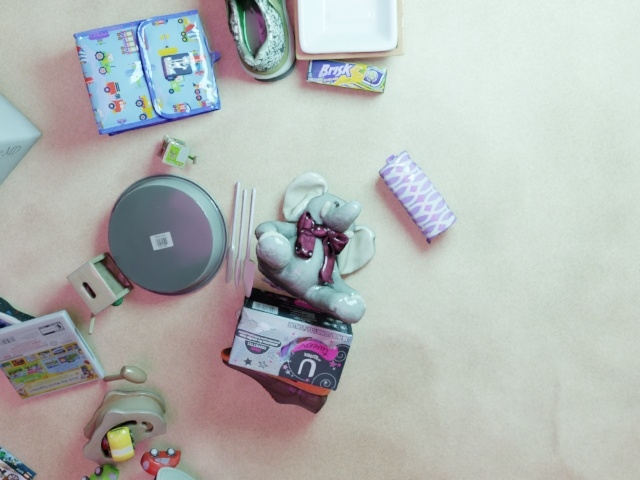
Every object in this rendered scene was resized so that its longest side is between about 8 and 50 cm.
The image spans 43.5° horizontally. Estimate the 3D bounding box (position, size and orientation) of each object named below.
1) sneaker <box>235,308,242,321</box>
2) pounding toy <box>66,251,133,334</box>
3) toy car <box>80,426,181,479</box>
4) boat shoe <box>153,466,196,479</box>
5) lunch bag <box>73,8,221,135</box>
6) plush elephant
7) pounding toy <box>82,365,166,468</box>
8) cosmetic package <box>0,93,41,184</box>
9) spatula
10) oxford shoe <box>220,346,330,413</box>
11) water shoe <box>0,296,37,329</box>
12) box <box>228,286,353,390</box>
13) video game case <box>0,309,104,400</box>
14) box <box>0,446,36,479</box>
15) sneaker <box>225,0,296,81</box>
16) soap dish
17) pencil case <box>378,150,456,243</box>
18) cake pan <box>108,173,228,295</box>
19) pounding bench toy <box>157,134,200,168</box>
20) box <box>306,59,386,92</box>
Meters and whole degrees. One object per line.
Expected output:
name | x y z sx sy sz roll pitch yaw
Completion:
sneaker | -0.169 0.199 1.883 0.037 0.032 0.083 -22 97 11
pounding toy | -0.517 0.121 1.865 0.100 0.130 0.141 -34 94 12
toy car | -0.475 0.548 1.902 0.225 0.053 0.239 -35 137 10
boat shoe | -0.298 0.665 1.928 0.091 0.114 0.302 -40 103 21
lunch bag | -0.363 -0.371 1.773 0.293 0.138 0.220 -14 97 -3
plush elephant | 0.000 0.000 1.725 0.272 0.330 0.255 38 78 -13
pounding toy | -0.463 0.415 1.945 0.154 0.154 0.269 24 115 -26
cosmetic package | -0.918 -0.195 1.760 0.327 0.329 0.393 44 103 -1
spatula | -0.174 -0.006 1.793 0.019 0.168 0.241 4 98 -22
oxford shoe | -0.113 0.329 1.870 0.272 0.097 0.098 21 108 3
water shoe | -0.769 0.200 1.944 0.203 0.073 0.080 29 106 2
box | -0.067 0.219 1.790 0.247 0.163 0.142 14 103 -5
video game case | -0.668 0.280 1.934 0.227 0.026 0.206 -17 119 10
box | -0.864 0.590 2.042 0.233 0.044 0.159 37 103 0
sneaker | -0.148 -0.538 1.668 0.158 0.182 0.410 -14 98 10
soap dish | 0.061 -0.528 1.675 0.229 0.118 0.290 -1 100 8
pencil case | 0.213 -0.099 1.749 0.086 0.088 0.206 -34 95 19
cake pan | -0.362 -0.007 1.858 0.293 0.054 0.293 2 101 8
pounding bench toy | -0.320 -0.197 1.820 0.083 0.065 0.052 17 104 -28
box | 0.058 -0.358 1.736 0.169 0.059 0.054 9 99 6
